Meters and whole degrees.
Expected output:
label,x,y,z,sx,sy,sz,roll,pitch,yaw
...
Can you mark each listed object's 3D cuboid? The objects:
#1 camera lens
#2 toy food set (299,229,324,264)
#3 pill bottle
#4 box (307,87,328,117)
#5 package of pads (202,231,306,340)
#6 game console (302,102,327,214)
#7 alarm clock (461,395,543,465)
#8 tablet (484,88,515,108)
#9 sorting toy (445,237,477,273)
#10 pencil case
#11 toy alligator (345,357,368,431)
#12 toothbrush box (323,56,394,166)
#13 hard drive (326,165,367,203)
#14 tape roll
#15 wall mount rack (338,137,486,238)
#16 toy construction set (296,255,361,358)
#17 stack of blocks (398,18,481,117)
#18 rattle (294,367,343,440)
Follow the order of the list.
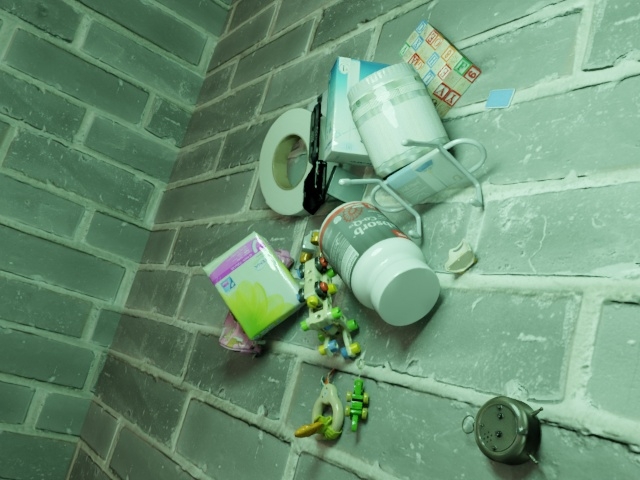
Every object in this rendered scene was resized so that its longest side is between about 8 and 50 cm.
label,x,y,z,sx,sy,sz,roll,pitch,yaw
camera lens,0.215,-0.316,1.656,0.219,0.219,0.274,-27,85,45
toy food set,0.000,0.000,1.930,0.232,0.111,0.105,109,171,-67
pill bottle,0.151,0.056,1.599,0.210,0.210,0.363,-58,34,13
box,0.070,-0.485,2.176,0.290,0.087,0.169,-29,47,44
package of pads,-0.208,0.144,1.974,0.229,0.101,0.296,-36,79,0
game console,-0.013,-0.272,1.954,0.213,0.044,0.361,139,134,-74
alarm clock,0.360,0.384,1.228,0.192,0.064,0.129,-15,58,55
tablet,0.475,-0.375,1.595,0.083,0.006,0.054,16,83,57
sorting toy,0.346,0.033,1.490,0.083,0.045,0.075,-46,30,29
pencil case,-0.222,0.205,2.096,0.167,0.160,0.386,16,80,13
toy alligator,0.099,0.412,1.599,0.051,0.056,0.190,86,-170,-66
toothbrush box,0.132,-0.382,1.828,0.126,0.216,0.296,148,128,-76
hard drive,0.082,-0.169,1.911,0.022,0.135,0.094,13,81,56
tape roll,-0.086,-0.280,2.182,0.392,0.072,0.392,-6,82,47
wall mount rack,0.231,-0.149,1.511,0.350,0.304,0.130,-31,36,38
toy construction set,0.012,0.177,1.755,0.151,0.215,0.328,-34,34,7
stack of blocks,0.337,-0.522,1.812,0.171,0.087,0.297,-50,36,24
rattle,-0.016,0.446,1.665,0.130,0.142,0.200,134,141,-60
